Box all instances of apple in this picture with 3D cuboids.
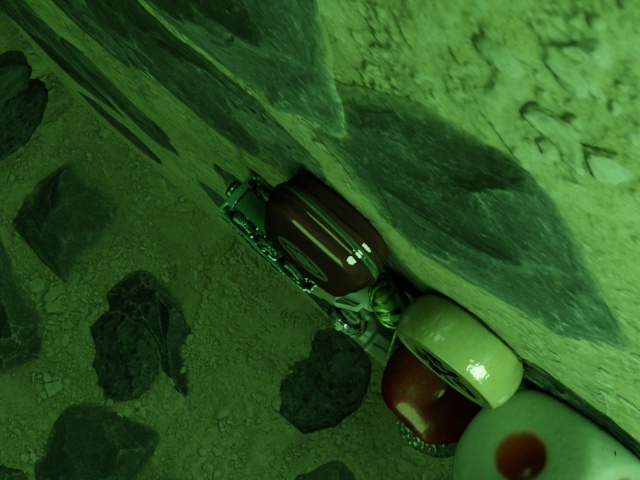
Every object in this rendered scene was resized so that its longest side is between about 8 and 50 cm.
[{"bbox_3d":[0.267,0.352,1.758,0.260,0.216,0.260,43,174,6],"label":"apple"}]

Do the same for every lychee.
[{"bbox_3d":[0.329,0.471,2.046,0.255,0.255,0.274,-178,78,-77],"label":"lychee"}]

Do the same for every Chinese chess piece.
[{"bbox_3d":[0.264,0.210,1.420,0.257,0.104,0.257,39,172,7],"label":"Chinese chess piece"}]

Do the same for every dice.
[{"bbox_3d":[0.450,0.484,1.418,0.304,0.277,0.304,47,167,-29],"label":"dice"}]

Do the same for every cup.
[{"bbox_3d":[0.086,0.136,1.844,0.116,0.104,0.074,29,150,42],"label":"cup"}]

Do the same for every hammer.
[{"bbox_3d":[0.176,0.226,1.818,0.060,0.028,0.195,40,136,29],"label":"hammer"}]

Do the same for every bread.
[{"bbox_3d":[0.144,0.131,1.546,0.130,0.071,0.139,63,-168,-9],"label":"bread"}]

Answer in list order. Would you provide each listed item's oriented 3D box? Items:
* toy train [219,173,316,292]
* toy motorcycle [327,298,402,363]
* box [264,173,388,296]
[{"bbox_3d":[-0.108,-0.018,1.822,0.330,0.138,0.178,44,176,-11],"label":"toy train"},{"bbox_3d":[0.143,0.231,1.962,0.340,0.108,0.223,32,-164,-24],"label":"toy motorcycle"},{"bbox_3d":[0.000,0.000,1.474,0.263,0.108,0.404,41,169,2],"label":"box"}]
